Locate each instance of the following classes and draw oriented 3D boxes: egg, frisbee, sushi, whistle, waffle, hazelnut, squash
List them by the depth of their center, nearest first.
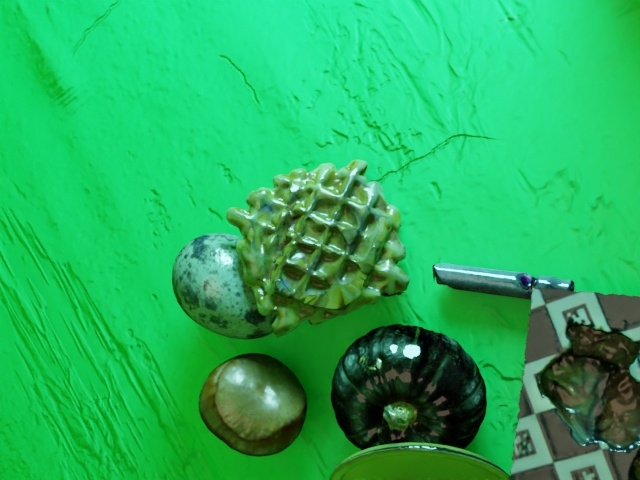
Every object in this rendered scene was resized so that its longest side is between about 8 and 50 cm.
[{"bbox_3d":[0.373,0.206,0.901,0.292,0.059,0.294,6,89,27],"label":"sushi"},{"bbox_3d":[0.227,0.053,1.002,0.176,0.033,0.033,6,99,22],"label":"whistle"},{"bbox_3d":[0.128,0.313,1.004,0.236,0.017,0.236,4,138,3],"label":"frisbee"},{"bbox_3d":[0.110,0.197,1.006,0.193,0.156,0.193,-3,118,-5],"label":"squash"},{"bbox_3d":[0.000,-0.001,1.040,0.223,0.054,0.204,-19,79,-5],"label":"waffle"},{"bbox_3d":[-0.124,0.066,1.102,0.172,0.132,0.132,38,109,3],"label":"egg"},{"bbox_3d":[-0.099,0.235,1.111,0.150,0.150,0.150,3,97,23],"label":"hazelnut"}]
